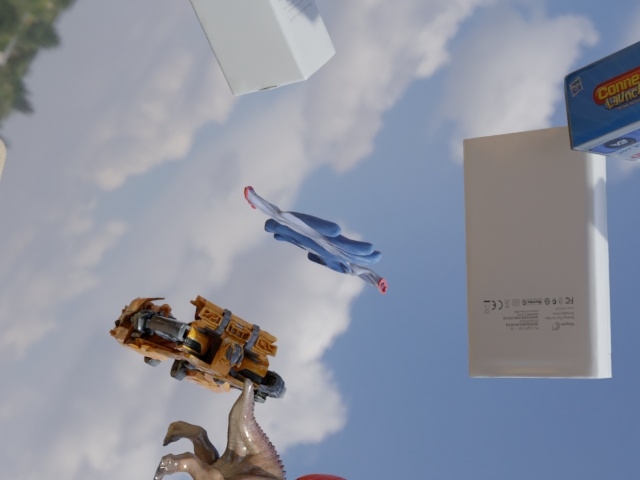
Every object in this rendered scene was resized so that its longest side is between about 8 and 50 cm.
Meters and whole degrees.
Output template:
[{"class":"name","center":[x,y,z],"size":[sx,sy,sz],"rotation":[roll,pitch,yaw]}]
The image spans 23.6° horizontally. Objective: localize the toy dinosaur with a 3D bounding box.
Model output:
[{"class":"toy dinosaur","center":[-0.086,0.294,1.547],"size":[0.127,0.200,0.295],"rotation":[150,-39,-81]}]

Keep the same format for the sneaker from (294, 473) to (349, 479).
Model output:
[{"class":"sneaker","center":[0.090,0.318,1.667],"size":[0.107,0.279,0.118],"rotation":[-59,171,-37]}]

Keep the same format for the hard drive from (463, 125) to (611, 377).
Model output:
[{"class":"hard drive","center":[0.268,0.017,1.918],"size":[0.203,0.040,0.307],"rotation":[-4,-95,45]}]

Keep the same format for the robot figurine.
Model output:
[{"class":"robot figurine","center":[-0.153,0.128,1.907],"size":[0.291,0.211,0.085],"rotation":[-6,-124,65]}]

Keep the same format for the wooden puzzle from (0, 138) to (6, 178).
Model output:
[{"class":"wooden puzzle","center":[-0.356,0.000,1.500],"size":[0.239,0.044,0.220],"rotation":[-161,-95,-81]}]

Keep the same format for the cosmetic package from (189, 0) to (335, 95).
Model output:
[{"class":"cosmetic package","center":[-0.086,-0.295,1.790],"size":[0.117,0.231,0.085],"rotation":[-7,-152,36]}]

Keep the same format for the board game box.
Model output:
[{"class":"board game box","center":[0.470,-0.159,1.599],"size":[0.308,0.302,0.086],"rotation":[-23,-113,48]}]

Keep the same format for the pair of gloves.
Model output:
[{"class":"pair of gloves","center":[0.000,0.000,1.627],"size":[0.023,0.159,0.198],"rotation":[-60,163,-9]}]
